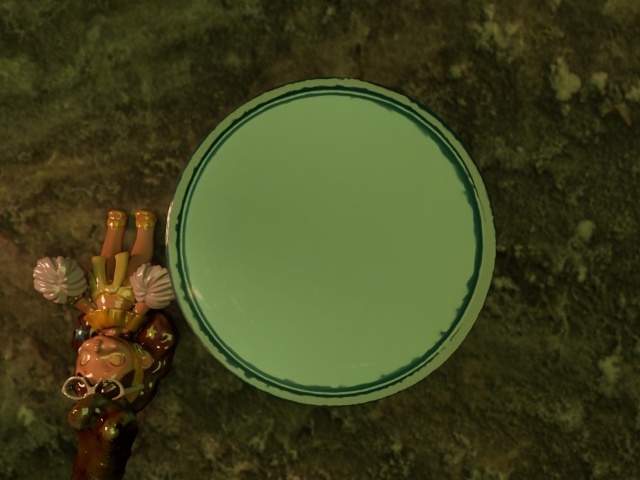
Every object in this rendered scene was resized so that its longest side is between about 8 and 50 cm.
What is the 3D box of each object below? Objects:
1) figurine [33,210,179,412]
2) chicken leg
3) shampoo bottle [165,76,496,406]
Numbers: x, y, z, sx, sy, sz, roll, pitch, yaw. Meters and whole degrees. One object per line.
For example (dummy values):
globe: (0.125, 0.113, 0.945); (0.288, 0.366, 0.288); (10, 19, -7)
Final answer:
figurine: (-0.233, 0.082, 1.795); (0.175, 0.116, 0.240); (0, 83, 17)
chicken leg: (-0.276, 0.343, 1.750); (0.140, 0.211, 0.361); (29, 93, 3)
shampoo bottle: (0.000, 0.000, 1.698); (0.331, 0.343, 0.331); (0, 91, -4)
